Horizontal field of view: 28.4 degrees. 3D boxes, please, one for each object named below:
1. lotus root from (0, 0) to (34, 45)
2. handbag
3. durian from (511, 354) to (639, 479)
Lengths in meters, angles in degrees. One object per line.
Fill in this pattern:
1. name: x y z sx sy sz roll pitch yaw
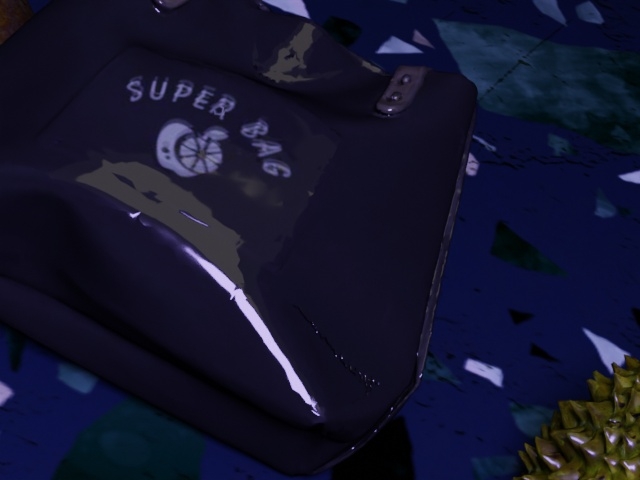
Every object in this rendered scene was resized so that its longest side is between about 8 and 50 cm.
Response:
1. lotus root: -0.256 -0.139 0.889 0.120 0.120 0.209 -6 55 -29
2. handbag: -0.062 -0.047 0.791 0.342 0.152 0.288 28 62 2
3. durian: 0.231 0.161 0.745 0.200 0.176 0.237 23 24 -31
